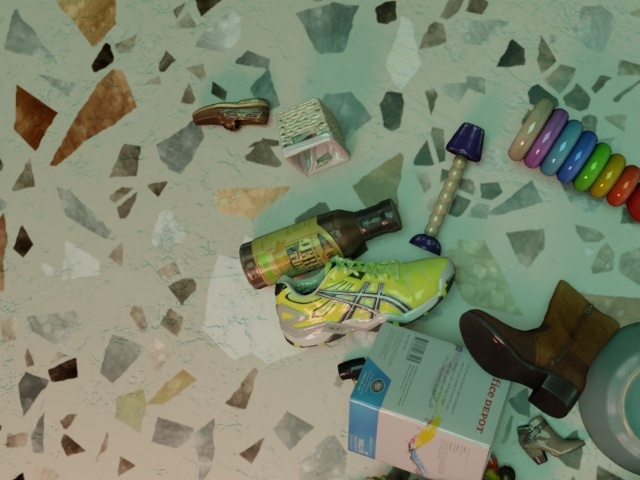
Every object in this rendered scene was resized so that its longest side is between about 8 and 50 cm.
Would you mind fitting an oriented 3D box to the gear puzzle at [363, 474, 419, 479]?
[{"bbox_3d":[0.165,0.552,1.776,0.339,0.044,0.176,-6,96,39],"label":"gear puzzle"}]

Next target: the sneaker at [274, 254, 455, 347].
[{"bbox_3d":[0.084,0.101,1.809,0.384,0.145,0.147,-19,113,10],"label":"sneaker"}]

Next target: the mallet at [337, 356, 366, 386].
[{"bbox_3d":[0.079,0.343,1.871,0.062,0.039,0.190,-9,88,13],"label":"mallet"}]

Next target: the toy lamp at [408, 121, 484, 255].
[{"bbox_3d":[0.264,-0.109,1.835,0.080,0.080,0.275,23,90,14],"label":"toy lamp"}]

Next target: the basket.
[{"bbox_3d":[-0.017,-0.217,1.871,0.113,0.167,0.103,-20,75,11],"label":"basket"}]

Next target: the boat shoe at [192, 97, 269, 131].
[{"bbox_3d":[-0.199,-0.272,1.968,0.178,0.064,0.060,-7,82,11],"label":"boat shoe"}]

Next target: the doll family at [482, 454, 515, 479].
[{"bbox_3d":[0.319,0.552,1.749,0.163,0.118,0.263,3,89,17],"label":"doll family"}]

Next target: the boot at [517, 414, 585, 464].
[{"bbox_3d":[0.453,0.389,1.770,0.118,0.042,0.087,-26,78,10],"label":"boot"}]

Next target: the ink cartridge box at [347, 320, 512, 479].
[{"bbox_3d":[0.212,0.322,1.717,0.270,0.197,0.198,17,50,15],"label":"ink cartridge box"}]

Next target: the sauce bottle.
[{"bbox_3d":[0.000,0.000,1.874,0.344,0.111,0.111,-22,81,13],"label":"sauce bottle"}]

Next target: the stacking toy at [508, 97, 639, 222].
[{"bbox_3d":[0.543,-0.144,1.750,0.330,0.141,0.141,31,94,8],"label":"stacking toy"}]

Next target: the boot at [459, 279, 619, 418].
[{"bbox_3d":[0.420,0.157,1.684,0.264,0.096,0.280,35,50,10],"label":"boot"}]

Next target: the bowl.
[{"bbox_3d":[0.645,0.305,1.667,0.311,0.163,0.312,-1,86,15],"label":"bowl"}]
